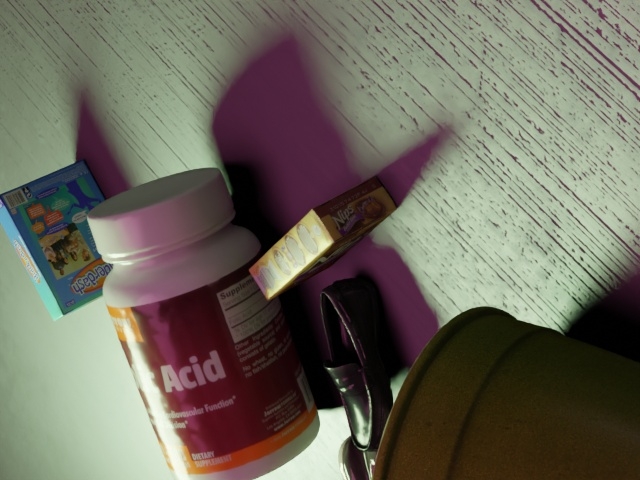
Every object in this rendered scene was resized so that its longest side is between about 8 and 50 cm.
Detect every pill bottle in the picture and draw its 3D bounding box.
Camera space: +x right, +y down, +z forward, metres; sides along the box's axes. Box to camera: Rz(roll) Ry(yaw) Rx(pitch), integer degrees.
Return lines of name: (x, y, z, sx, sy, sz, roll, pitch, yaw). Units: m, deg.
pill bottle: (-0.161, 0.115, 1.705, 0.224, 0.224, 0.392, -1, 112, 51)

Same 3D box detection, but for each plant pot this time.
plant pot: (0.289, 0.271, 1.205, 0.353, 0.366, 0.366, 9, 120, 34)

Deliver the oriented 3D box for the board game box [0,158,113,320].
board game box: (-0.393, -0.002, 1.966, 0.047, 0.160, 0.210, -29, 89, 54)

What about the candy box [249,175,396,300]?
candy box: (0.000, 0.000, 1.535, 0.053, 0.109, 0.187, 56, 144, 8)

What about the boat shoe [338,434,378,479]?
boat shoe: (0.128, 0.396, 1.639, 0.335, 0.112, 0.095, 63, 149, 4)

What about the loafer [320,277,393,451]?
loafer: (0.039, 0.159, 1.582, 0.076, 0.078, 0.223, -2, 97, 52)
